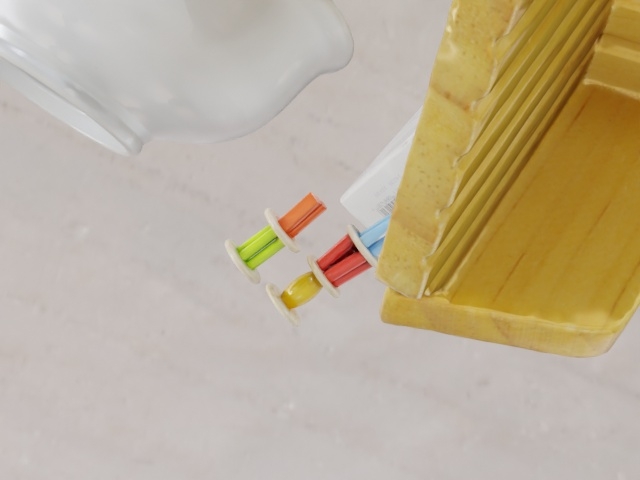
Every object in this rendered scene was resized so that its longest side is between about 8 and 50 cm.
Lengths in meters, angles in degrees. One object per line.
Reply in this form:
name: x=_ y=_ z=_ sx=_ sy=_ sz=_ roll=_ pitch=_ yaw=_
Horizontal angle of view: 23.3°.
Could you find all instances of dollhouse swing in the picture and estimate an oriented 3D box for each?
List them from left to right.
dollhouse swing: x=0.244 y=-0.074 z=0.708 sx=0.305 sy=0.315 sz=0.347 roll=30 pitch=146 yaw=11

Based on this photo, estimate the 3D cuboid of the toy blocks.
toy blocks: x=0.000 y=0.000 z=1.499 sx=0.148 sy=0.054 sz=0.123 roll=-37 pitch=123 yaw=7

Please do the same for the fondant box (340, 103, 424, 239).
fondant box: x=0.183 y=-0.152 z=1.581 sx=0.096 sy=0.330 sz=0.238 roll=42 pitch=160 yaw=-4

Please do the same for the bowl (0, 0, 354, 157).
bowl: x=-0.136 y=-0.143 z=0.953 sx=0.298 sy=0.298 sz=0.134 roll=36 pitch=82 yaw=-21
